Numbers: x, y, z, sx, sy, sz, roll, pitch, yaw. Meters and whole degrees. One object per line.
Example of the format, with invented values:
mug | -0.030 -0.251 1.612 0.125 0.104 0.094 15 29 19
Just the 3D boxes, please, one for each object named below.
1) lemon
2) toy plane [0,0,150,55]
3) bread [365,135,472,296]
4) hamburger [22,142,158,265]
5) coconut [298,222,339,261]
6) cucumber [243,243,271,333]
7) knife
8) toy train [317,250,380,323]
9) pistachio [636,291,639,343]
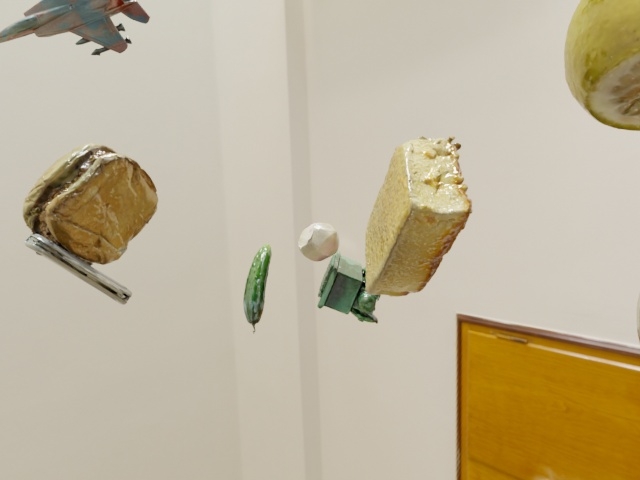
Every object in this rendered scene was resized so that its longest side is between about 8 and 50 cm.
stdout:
lemon | 0.448 -0.279 0.516 0.240 0.241 0.219 29 -115 -42
toy plane | -0.553 -0.489 0.871 0.327 0.104 0.222 -22 -72 4
bread | 0.159 -0.030 0.717 0.114 0.274 0.184 9 -127 -6
hamburger | -0.549 -0.084 0.979 0.259 0.145 0.283 78 -148 -47
coconut | 0.000 0.000 1.145 0.110 0.124 0.110 28 -135 -32
cucumber | -0.110 0.075 0.694 0.039 0.039 0.167 35 -130 -41
knife | -0.532 0.072 0.911 0.040 0.073 0.265 -56 -39 -19
toy train | 0.105 0.147 1.246 0.266 0.202 0.145 -68 0 -79
pistachio | 0.547 0.093 0.513 0.208 0.226 0.331 21 -82 -49
